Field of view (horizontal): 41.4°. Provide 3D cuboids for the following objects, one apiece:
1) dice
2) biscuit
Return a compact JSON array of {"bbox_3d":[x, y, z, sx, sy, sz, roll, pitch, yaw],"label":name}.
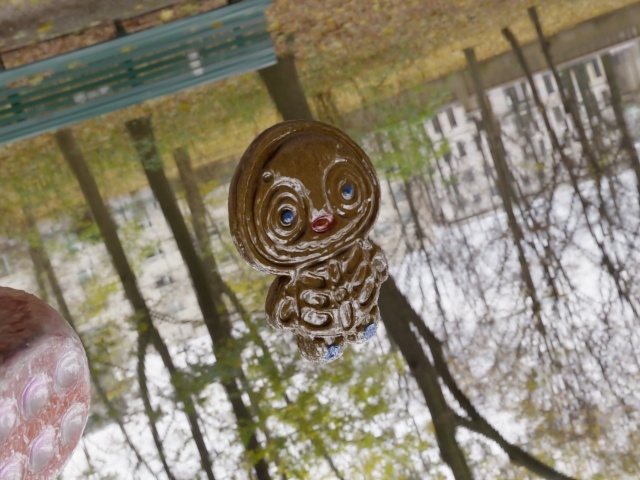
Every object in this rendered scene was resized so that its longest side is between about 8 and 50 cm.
[{"bbox_3d":[-0.181,0.081,0.436,0.091,0.094,0.093,13,-152,19],"label":"dice"},{"bbox_3d":[0.000,0.000,0.596,0.124,0.175,0.026,-26,-161,-31],"label":"biscuit"}]
